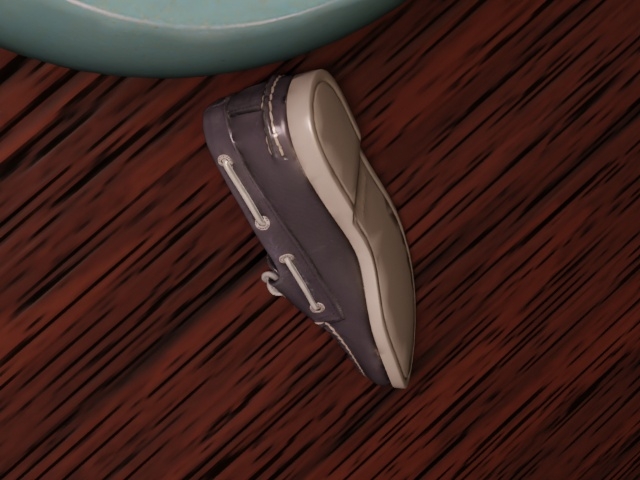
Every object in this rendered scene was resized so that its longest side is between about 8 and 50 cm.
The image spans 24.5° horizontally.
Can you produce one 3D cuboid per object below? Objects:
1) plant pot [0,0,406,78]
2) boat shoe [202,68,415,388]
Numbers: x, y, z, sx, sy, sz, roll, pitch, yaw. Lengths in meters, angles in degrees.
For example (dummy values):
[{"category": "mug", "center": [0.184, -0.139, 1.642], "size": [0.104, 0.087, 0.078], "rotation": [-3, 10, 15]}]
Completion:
[{"category": "plant pot", "center": [-0.051, -0.180, 0.446], "size": [0.293, 0.235, 0.293], "rotation": [-6, 115, -12]}, {"category": "boat shoe", "center": [0.000, 0.000, 0.747], "size": [0.065, 0.075, 0.206], "rotation": [-6, 134, 18]}]
